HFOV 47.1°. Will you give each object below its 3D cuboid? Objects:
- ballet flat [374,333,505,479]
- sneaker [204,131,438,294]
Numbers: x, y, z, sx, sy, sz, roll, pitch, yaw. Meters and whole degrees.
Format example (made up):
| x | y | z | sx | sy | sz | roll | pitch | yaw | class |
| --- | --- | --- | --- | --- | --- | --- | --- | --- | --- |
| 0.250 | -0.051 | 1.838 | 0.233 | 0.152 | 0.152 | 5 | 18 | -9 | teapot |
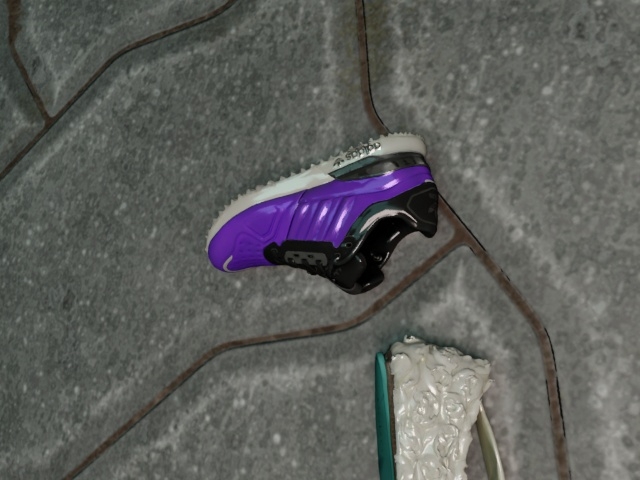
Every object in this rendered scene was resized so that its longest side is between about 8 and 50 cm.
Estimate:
| x | y | z | sx | sy | sz | roll | pitch | yaw | class |
| --- | --- | --- | --- | --- | --- | --- | --- | --- | --- |
| 0.113 | 0.294 | 0.689 | 0.147 | 0.147 | 0.409 | -3 | 78 | 28 | ballet flat |
| 0.000 | 0.000 | 0.829 | 0.293 | 0.102 | 0.146 | -25 | 68 | 21 | sneaker |
